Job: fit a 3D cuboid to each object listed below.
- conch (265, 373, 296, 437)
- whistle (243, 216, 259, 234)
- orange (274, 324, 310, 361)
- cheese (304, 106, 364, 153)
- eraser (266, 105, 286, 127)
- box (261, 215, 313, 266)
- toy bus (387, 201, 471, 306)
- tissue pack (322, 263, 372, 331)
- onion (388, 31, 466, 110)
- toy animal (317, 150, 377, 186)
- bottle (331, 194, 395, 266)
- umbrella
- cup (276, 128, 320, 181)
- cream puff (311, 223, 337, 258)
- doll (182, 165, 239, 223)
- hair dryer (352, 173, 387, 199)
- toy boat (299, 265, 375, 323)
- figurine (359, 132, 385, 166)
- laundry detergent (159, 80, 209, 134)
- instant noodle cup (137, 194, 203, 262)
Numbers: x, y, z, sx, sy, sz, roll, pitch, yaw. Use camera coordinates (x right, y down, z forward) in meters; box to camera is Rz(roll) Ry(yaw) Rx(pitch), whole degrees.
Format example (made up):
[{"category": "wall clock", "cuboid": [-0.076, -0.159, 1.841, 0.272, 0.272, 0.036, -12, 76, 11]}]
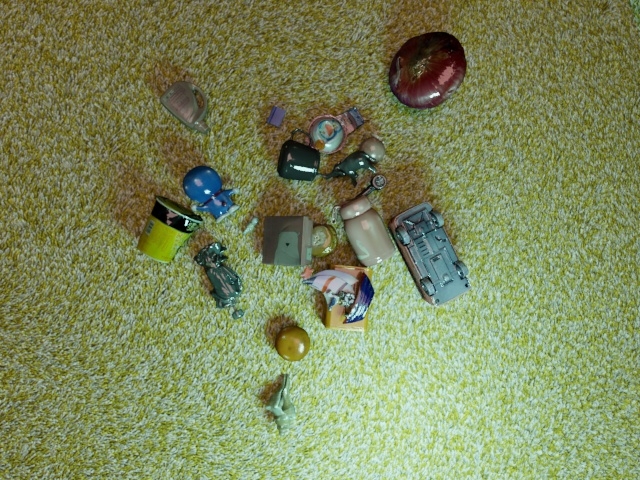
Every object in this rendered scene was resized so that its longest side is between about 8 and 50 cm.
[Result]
[{"category": "conch", "cuboid": [-0.177, 0.714, 1.731, 0.115, 0.137, 0.233, -22, 79, 20]}, {"category": "whistle", "cuboid": [-0.309, -0.068, 1.801, 0.035, 0.035, 0.100, 40, 86, -2]}, {"category": "orange", "cuboid": [-0.119, 0.444, 1.748, 0.157, 0.124, 0.155, 1, 95, 11]}, {"category": "cheese", "cuboid": [0.063, -0.504, 1.836, 0.286, 0.074, 0.188, -30, 92, -7]}, {"category": "eraser", "cuboid": [-0.200, -0.562, 1.839, 0.063, 0.027, 0.084, 22, 86, -2]}, {"category": "box", "cuboid": [-0.143, 0.002, 1.740, 0.216, 0.086, 0.214, 1, 85, 30]}, {"category": "toy bus", "cuboid": [0.463, 0.056, 1.769, 0.203, 0.233, 0.426, -26, 92, -6]}, {"category": "tissue pack", "cuboid": [0.119, 0.247, 1.770, 0.195, 0.145, 0.273, 5, 87, -7]}, {"category": "onion", "cuboid": [0.488, -0.743, 1.814, 0.348, 0.286, 0.346, -8, 75, 32]}, {"category": "toy animal", "cuboid": [0.126, -0.310, 1.802, 0.270, 0.082, 0.137, -22, 131, 31]}, {"category": "bottle", "cuboid": [0.178, -0.041, 1.754, 0.207, 0.173, 0.296, -24, 101, 9]}, {"category": "umbrella", "cuboid": [-0.422, 0.178, 1.747, 0.143, 0.094, 0.348, -30, 84, 13]}, {"category": "cup", "cuboid": [-0.088, -0.368, 1.763, 0.177, 0.169, 0.222, 13, 100, -9]}, {"category": "cream puff", "cuboid": [0.000, 0.000, 1.781, 0.166, 0.115, 0.150, -26, 81, 11]}, {"category": "doll", "cuboid": [-0.472, -0.204, 1.748, 0.215, 0.161, 0.256, -40, 108, -19]}, {"category": "hair dryer", "cuboid": [0.191, -0.201, 1.816, 0.255, 0.128, 0.070, -41, 92, 5]}, {"category": "toy boat", "cuboid": [0.088, 0.191, 1.677, 0.219, 0.072, 0.318, -43, 82, -3]}, {"category": "figurine", "cuboid": [0.229, -0.406, 1.829, 0.125, 0.125, 0.137, 32, 97, -3]}, {"category": "laundry detergent", "cuboid": [-0.567, -0.592, 1.784, 0.237, 0.076, 0.171, 40, 84, -2]}, {"category": "instant noodle cup", "cuboid": [-0.645, -0.042, 1.696, 0.216, 0.215, 0.236, 32, 92, -3]}]
